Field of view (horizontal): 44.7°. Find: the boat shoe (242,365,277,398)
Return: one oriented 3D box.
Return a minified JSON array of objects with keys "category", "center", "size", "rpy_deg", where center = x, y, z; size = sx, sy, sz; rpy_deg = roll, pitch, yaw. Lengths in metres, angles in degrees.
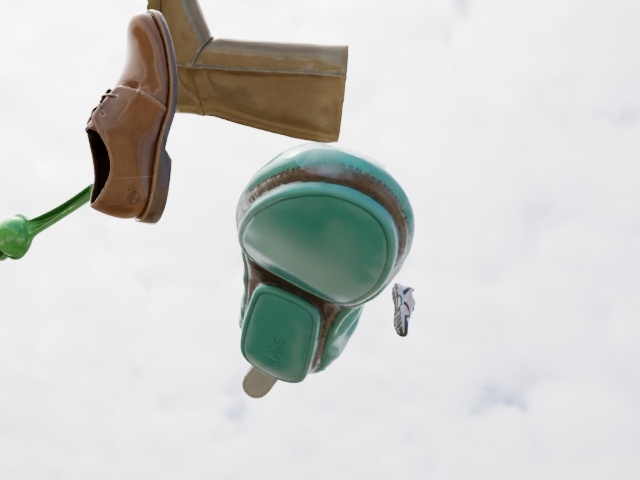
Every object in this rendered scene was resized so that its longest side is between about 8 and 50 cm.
[{"category":"boat shoe","center":[-0.065,0.201,1.426],"size":[0.075,0.065,0.206],"rpy_deg":[43,-78,-2]}]

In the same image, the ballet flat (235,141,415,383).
[{"category":"ballet flat","center":[0.000,0.000,0.418],"size":[0.083,0.087,0.247],"rpy_deg":[25,-28,2]}]

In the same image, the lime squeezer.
[{"category":"lime squeezer","center":[-0.397,-0.012,0.918],"size":[0.310,0.059,0.110],"rpy_deg":[-12,-38,0]}]

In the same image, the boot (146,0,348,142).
[{"category":"boot","center":[-0.094,-0.263,1.052],"size":[0.269,0.089,0.236],"rpy_deg":[7,-79,1]}]

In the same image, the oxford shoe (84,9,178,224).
[{"category":"oxford shoe","center":[-0.182,-0.125,0.739],"size":[0.076,0.212,0.076],"rpy_deg":[8,-13,-32]}]

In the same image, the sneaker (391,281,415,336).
[{"category":"sneaker","center":[0.161,0.130,1.465],"size":[0.044,0.109,0.040],"rpy_deg":[10,-28,-16]}]
